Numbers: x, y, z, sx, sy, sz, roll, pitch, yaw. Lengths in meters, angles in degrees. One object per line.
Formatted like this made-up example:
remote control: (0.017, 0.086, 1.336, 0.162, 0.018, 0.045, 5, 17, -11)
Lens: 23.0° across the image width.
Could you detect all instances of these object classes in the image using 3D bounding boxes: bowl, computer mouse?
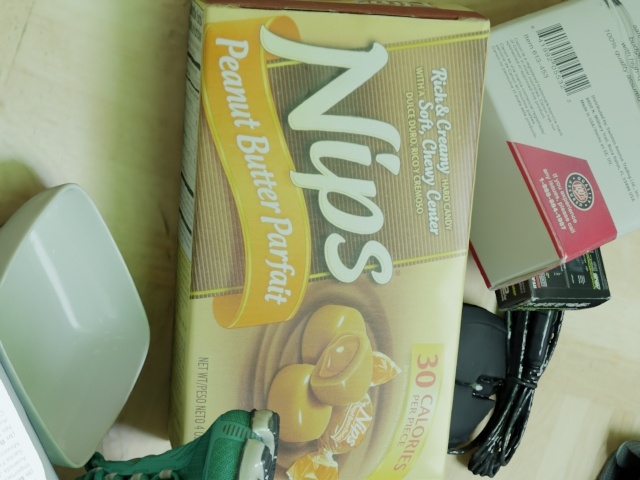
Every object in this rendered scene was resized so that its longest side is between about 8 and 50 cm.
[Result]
bowl: (-0.168, 0.051, 0.958, 0.142, 0.053, 0.142, -64, 142, -48)
computer mouse: (0.093, 0.092, 1.199, 0.272, 0.072, 0.188, 13, 96, -41)

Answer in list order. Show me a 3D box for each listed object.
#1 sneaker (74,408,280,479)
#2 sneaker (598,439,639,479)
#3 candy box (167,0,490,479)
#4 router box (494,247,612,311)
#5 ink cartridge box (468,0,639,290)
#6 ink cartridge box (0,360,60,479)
sneaker: (-0.102, 0.172, 0.952, 0.110, 0.275, 0.107, 23, 56, -15)
sneaker: (0.315, 0.225, 1.404, 0.262, 0.104, 0.125, -32, 120, -28)
candy box: (0.000, 0.000, 1.041, 0.183, 0.087, 0.316, 1, 104, -13)
router box: (0.170, -0.006, 1.217, 0.092, 0.038, 0.122, 3, 71, -40)
ink cartridge box: (0.201, -0.088, 1.169, 0.237, 0.100, 0.172, -23, 87, -32)
ink cartridge box: (-0.294, 0.153, 0.847, 0.270, 0.151, 0.395, -35, 122, -25)
